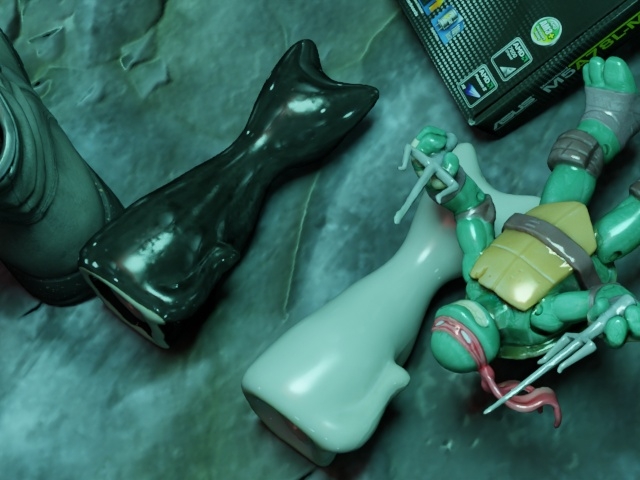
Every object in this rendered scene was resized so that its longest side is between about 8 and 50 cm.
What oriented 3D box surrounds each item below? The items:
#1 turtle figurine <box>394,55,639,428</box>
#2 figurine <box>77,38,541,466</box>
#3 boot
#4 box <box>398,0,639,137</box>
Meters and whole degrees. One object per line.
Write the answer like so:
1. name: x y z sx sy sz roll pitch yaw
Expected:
1. turtle figurine: 0.122 0.000 1.002 0.175 0.118 0.234 37 65 22
2. figurine: 0.000 0.000 1.091 0.215 0.092 0.209 35 75 23
3. boot: -0.255 -0.119 1.127 0.338 0.222 0.118 40 83 25
4. box: 0.130 -0.191 1.127 0.184 0.045 0.190 -38 62 23
